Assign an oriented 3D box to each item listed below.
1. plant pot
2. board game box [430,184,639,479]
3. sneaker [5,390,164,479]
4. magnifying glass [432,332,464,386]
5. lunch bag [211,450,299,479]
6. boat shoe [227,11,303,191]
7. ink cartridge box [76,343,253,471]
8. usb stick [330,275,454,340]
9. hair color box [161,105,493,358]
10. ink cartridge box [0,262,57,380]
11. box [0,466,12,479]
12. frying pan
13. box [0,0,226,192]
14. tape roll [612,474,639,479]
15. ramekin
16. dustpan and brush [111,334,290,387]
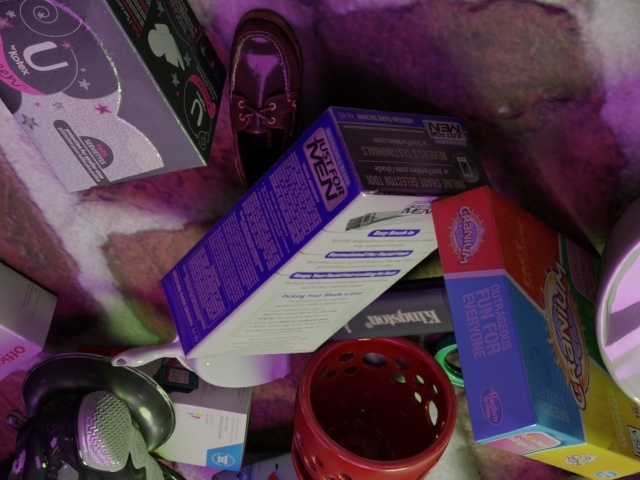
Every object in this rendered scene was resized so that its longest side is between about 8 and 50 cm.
[{"bbox_3d":[0.054,0.232,1.740,0.191,0.191,0.174,12,141,-5],"label":"plant pot"},{"bbox_3d":[0.228,0.104,1.448,0.064,0.242,0.316,-20,156,26],"label":"board game box"},{"bbox_3d":[-0.285,0.290,1.742,0.153,0.101,0.268,-5,127,16],"label":"sneaker"},{"bbox_3d":[0.251,0.151,1.739,0.231,0.026,0.092,4,138,4],"label":"magnifying glass"},{"bbox_3d":[0.005,0.378,1.932,0.243,0.114,0.303,-16,145,23],"label":"lunch bag"},{"bbox_3d":[-0.056,-0.130,1.441,0.073,0.073,0.207,5,137,9],"label":"boat shoe"},{"bbox_3d":[-0.206,0.214,1.841,0.231,0.078,0.134,9,137,0],"label":"ink cartridge box"},{"bbox_3d":[0.109,0.075,1.620,0.278,0.045,0.077,-7,136,36],"label":"usb stick"},{"bbox_3d":[0.000,0.000,1.500,0.185,0.110,0.339,0,150,-40],"label":"hair color box"},{"bbox_3d":[-0.449,0.080,1.721,0.212,0.093,0.154,34,131,-29],"label":"ink cartridge box"},{"bbox_3d":[-0.378,0.474,1.909,0.179,0.312,0.343,30,155,-23],"label":"box"},{"bbox_3d":[-0.268,0.260,1.812,0.197,0.053,0.326,0,133,12],"label":"frying pan"},{"bbox_3d":[-0.218,-0.183,1.354,0.163,0.142,0.247,-10,135,19],"label":"box"},{"bbox_3d":[0.419,0.445,1.892,0.275,0.090,0.274,0,118,0],"label":"tape roll"},{"bbox_3d":[0.410,0.049,1.477,0.273,0.127,0.272,1,119,1],"label":"ramekin"},{"bbox_3d":[-0.143,0.127,1.716,0.211,0.060,0.147,-18,131,-23],"label":"dustpan and brush"}]
